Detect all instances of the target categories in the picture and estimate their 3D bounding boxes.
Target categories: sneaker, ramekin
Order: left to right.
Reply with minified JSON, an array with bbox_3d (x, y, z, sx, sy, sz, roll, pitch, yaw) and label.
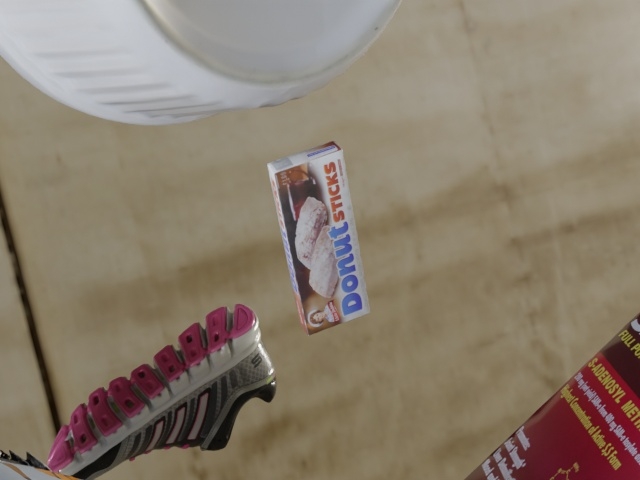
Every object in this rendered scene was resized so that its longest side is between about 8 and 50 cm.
[{"bbox_3d":[-0.098,0.118,0.968,0.170,0.074,0.063,-36,-152,-5],"label":"sneaker"},{"bbox_3d":[-0.059,-0.191,0.783,0.273,0.272,0.127,-16,-159,-36],"label":"ramekin"}]

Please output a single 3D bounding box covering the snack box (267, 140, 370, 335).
[{"bbox_3d":[0.000,0.000,1.294,0.064,0.178,0.022,-20,-144,-13],"label":"snack box"}]

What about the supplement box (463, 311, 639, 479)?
[{"bbox_3d":[0.142,0.104,0.633,0.239,0.073,0.130,-45,-166,6],"label":"supplement box"}]

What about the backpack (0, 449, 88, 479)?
[{"bbox_3d":[-0.181,0.232,0.761,0.263,0.276,0.213,2,178,36],"label":"backpack"}]
